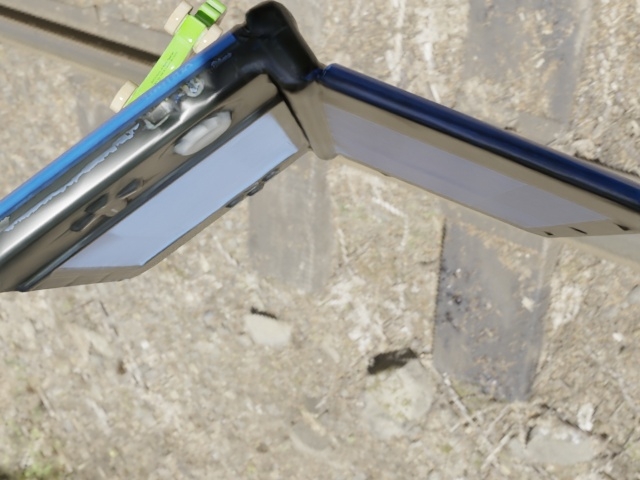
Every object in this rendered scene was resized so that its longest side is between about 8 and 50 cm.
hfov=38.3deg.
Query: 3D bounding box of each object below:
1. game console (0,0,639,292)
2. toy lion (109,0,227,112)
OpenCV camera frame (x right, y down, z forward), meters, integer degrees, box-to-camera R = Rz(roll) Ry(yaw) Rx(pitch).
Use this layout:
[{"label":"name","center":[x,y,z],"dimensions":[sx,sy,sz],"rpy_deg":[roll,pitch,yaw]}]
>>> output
[{"label":"game console","center":[0.000,0.000,0.493],"dimensions":[0.250,0.293,0.173],"rpy_deg":[-37,87,2]},{"label":"toy lion","center":[-0.098,-0.122,0.630],"dimensions":[0.034,0.096,0.100],"rpy_deg":[36,95,-9]}]
